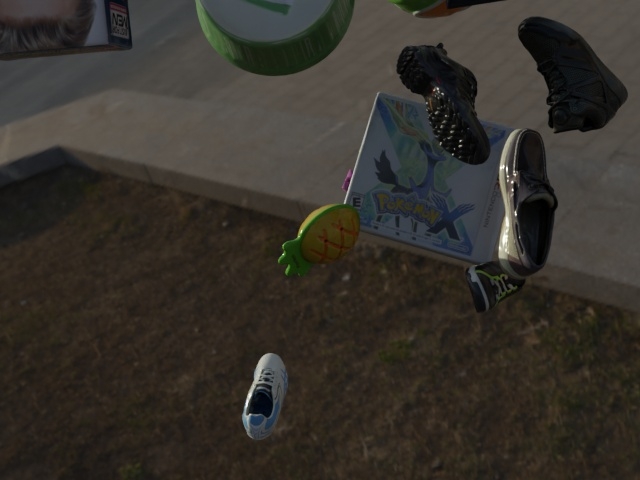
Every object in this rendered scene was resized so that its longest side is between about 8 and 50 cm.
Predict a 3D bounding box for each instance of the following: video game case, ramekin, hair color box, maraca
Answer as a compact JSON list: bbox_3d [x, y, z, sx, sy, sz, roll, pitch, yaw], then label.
[{"bbox_3d":[0.236,-0.130,1.872,0.329,0.036,0.300,16,83,6],"label":"video game case"},{"bbox_3d":[-0.089,-0.465,1.619,0.303,0.303,0.148,-18,-4,2],"label":"ramekin"},{"bbox_3d":[-0.342,-0.401,1.077,0.173,0.347,0.105,-4,9,5],"label":"hair color box"},{"bbox_3d":[0.000,0.000,1.737,0.185,0.127,0.099,-37,46,-7],"label":"maraca"}]

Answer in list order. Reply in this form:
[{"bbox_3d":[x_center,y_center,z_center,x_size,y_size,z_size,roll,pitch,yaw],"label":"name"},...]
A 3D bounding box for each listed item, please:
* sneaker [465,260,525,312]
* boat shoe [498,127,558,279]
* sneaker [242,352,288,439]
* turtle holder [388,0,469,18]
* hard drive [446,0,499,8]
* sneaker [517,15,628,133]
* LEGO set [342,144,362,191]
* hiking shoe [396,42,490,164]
[{"bbox_3d":[0.340,0.073,1.700,0.097,0.084,0.234,-16,6,19],"label":"sneaker"},{"bbox_3d":[0.386,-0.072,1.624,0.102,0.285,0.092,13,-13,-22],"label":"boat shoe"},{"bbox_3d":[-0.120,0.336,1.995,0.085,0.086,0.237,8,39,2],"label":"sneaker"},{"bbox_3d":[0.220,-0.600,1.836,0.243,0.227,0.320,-50,46,23],"label":"turtle holder"},{"bbox_3d":[0.295,-0.493,1.492,0.172,0.054,0.255,-3,49,21],"label":"hard drive"},{"bbox_3d":[0.405,-0.268,1.492,0.130,0.227,0.087,-53,14,-22],"label":"sneaker"},{"bbox_3d":[0.144,-0.194,2.028,0.093,0.087,0.227,20,81,21],"label":"LEGO set"},{"bbox_3d":[0.223,-0.228,1.427,0.114,0.227,0.086,-22,-14,-31],"label":"hiking shoe"}]
